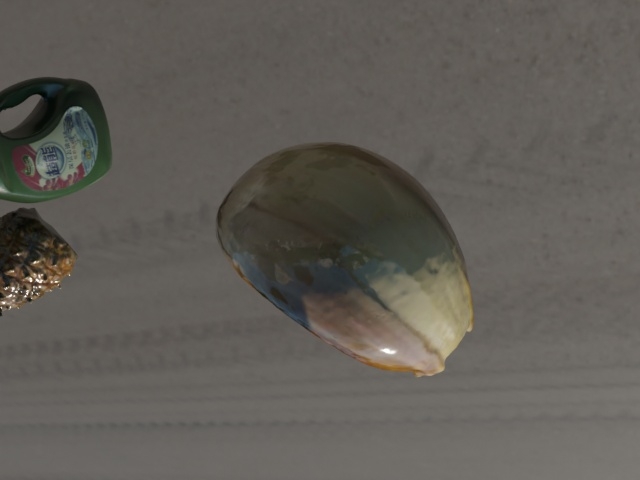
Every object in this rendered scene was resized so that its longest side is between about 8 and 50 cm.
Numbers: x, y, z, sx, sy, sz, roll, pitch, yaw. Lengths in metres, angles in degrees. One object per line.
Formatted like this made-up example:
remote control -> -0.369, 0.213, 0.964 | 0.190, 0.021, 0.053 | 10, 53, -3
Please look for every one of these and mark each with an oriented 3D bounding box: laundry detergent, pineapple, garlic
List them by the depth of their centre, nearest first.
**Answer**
garlic -> 0.006, -0.007, 0.686 | 0.207, 0.115, 0.128 | 34, -164, 30
laundry detergent -> -0.331, -0.104, 1.162 | 0.063, 0.137, 0.211 | 10, -157, 39
pineapple -> -0.375, 0.053, 1.201 | 0.108, 0.198, 0.108 | 41, 164, 15
